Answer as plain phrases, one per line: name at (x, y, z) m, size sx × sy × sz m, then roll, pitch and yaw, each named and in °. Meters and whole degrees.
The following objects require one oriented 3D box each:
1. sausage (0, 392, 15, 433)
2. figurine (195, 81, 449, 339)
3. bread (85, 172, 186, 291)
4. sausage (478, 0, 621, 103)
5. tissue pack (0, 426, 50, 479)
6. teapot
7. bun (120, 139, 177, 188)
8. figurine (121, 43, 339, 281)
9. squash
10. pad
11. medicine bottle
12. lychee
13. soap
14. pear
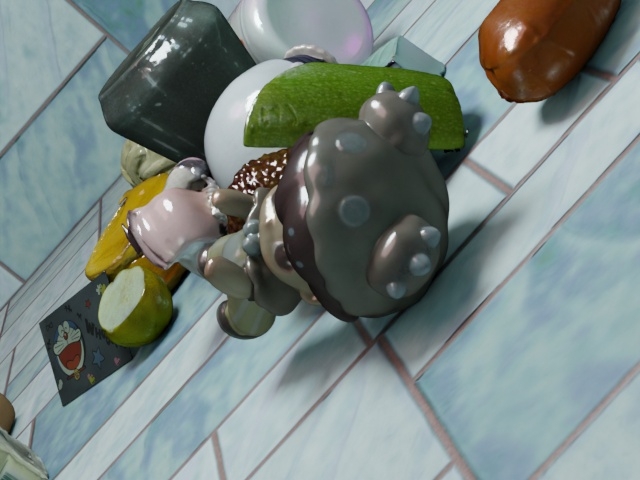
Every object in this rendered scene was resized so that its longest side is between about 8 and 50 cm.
sausage at (-0.663, 0.376, 2.531) m, size 0.123 × 0.123 × 0.253 m, roll -45°, pitch 16°, yaw 13°
figurine at (-0.001, 0.000, 1.470) m, size 0.381 × 0.203 × 0.248 m, roll -30°, pitch 50°, yaw 45°
bread at (-0.308, 0.008, 2.391) m, size 0.195 × 0.143 × 0.269 m, roll -12°, pitch 42°, yaw 50°
sausage at (0.270, -0.259, 1.518) m, size 0.133 × 0.133 × 0.258 m, roll -27°, pitch 23°, yaw 53°
tissue pack at (-0.652, 0.427, 2.069) m, size 0.380 × 0.297 × 0.207 m, roll -50°, pitch 18°, yaw -10°
teapot at (-0.162, -0.197, 2.120) m, size 0.253 × 0.344 × 0.300 m, roll -46°, pitch 16°, yaw 5°
bun at (-0.276, -0.129, 2.520) m, size 0.237 × 0.210 × 0.116 m, roll -16°, pitch 35°, yaw 38°
figurine at (-0.086, -0.091, 1.868) m, size 0.361 × 0.253 × 0.211 m, roll -42°, pitch -13°, yaw 18°
squash at (0.024, -0.167, 1.661) m, size 0.203 × 0.289 × 0.111 m, roll -161°, pitch 71°, yaw -73°
pad at (-0.420, 0.175, 2.337) m, size 0.006 × 0.170 × 0.245 m, roll -4°, pitch -22°, yaw -43°
medicine bottle at (-0.070, -0.313, 2.328) m, size 0.302 × 0.241 × 0.241 m, roll -43°, pitch 14°, yaw 55°
lychee at (-0.025, -0.032, 1.684) m, size 0.194 × 0.194 × 0.194 m, roll -44°, pitch 17°, yaw 17°
soap at (0.078, -0.210, 1.975) m, size 0.230 × 0.091 × 0.145 m, roll -41°, pitch 18°, yaw 30°
pear at (-0.297, 0.115, 2.202) m, size 0.141 × 0.104 × 0.141 m, roll -28°, pitch 49°, yaw 37°
